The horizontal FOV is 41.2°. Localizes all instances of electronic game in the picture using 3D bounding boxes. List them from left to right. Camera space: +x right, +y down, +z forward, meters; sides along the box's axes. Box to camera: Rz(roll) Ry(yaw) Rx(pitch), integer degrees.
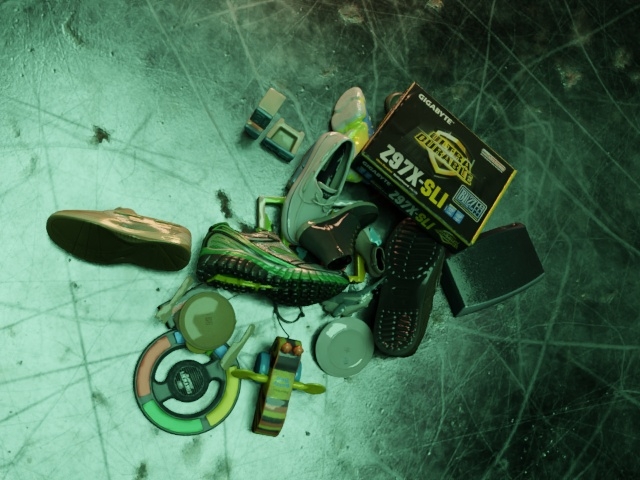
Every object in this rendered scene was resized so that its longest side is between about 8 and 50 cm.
[{"bbox_3d":[-0.281,0.298,1.805,0.229,0.048,0.229,2,81,-16],"label":"electronic game"}]

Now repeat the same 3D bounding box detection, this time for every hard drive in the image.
[{"bbox_3d":[0.410,0.065,2.037,0.254,0.054,0.172,-21,87,-18],"label":"hard drive"}]

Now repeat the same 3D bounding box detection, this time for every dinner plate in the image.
[{"bbox_3d":[0.058,0.241,1.905,0.141,0.017,0.141,-4,102,-18],"label":"dinner plate"}]

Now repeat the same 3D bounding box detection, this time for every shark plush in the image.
[{"bbox_3d":[0.074,0.120,1.895,0.073,0.161,0.067,9,54,-54],"label":"shark plush"}]

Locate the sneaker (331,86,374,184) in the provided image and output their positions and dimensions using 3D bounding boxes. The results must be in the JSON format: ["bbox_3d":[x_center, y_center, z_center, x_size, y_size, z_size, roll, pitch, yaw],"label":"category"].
[{"bbox_3d":[0.093,-0.235,1.993,0.126,0.091,0.240,27,60,-42],"label":"sneaker"}]

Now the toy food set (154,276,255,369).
[{"bbox_3d":[-0.243,0.173,1.797,0.192,0.038,0.132,40,74,-14],"label":"toy food set"}]

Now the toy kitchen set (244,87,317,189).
[{"bbox_3d":[-0.071,-0.212,1.885,0.207,0.166,0.122,33,74,-8],"label":"toy kitchen set"}]

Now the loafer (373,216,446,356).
[{"bbox_3d":[0.203,0.106,1.952,0.133,0.130,0.366,12,65,20],"label":"loafer"}]

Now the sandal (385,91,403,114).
[{"bbox_3d":[0.239,-0.267,2.039,0.090,0.060,0.219,-34,91,-18],"label":"sandal"}]

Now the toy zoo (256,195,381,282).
[{"bbox_3d":[0.000,0.000,1.942,0.293,0.030,0.192,3,81,-15],"label":"toy zoo"}]

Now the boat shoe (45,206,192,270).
[{"bbox_3d":[-0.421,-0.016,1.797,0.302,0.109,0.098,11,39,-14],"label":"boat shoe"}]

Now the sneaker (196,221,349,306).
[{"bbox_3d":[-0.090,0.043,1.826,0.343,0.134,0.146,17,57,-22],"label":"sneaker"}]

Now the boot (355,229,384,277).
[{"bbox_3d":[0.115,0.025,1.909,0.042,0.087,0.118,-15,87,-20],"label":"boot"}]

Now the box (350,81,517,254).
[{"bbox_3d":[0.260,-0.164,1.931,0.322,0.079,0.257,40,61,-6],"label":"box"}]

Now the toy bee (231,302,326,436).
[{"bbox_3d":[-0.092,0.267,1.806,0.195,0.162,0.298,-8,83,-15],"label":"toy bee"}]

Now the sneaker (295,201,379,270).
[{"bbox_3d":[0.062,-0.004,1.867,0.222,0.083,0.118,-22,57,-32],"label":"sneaker"}]

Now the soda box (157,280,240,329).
[{"bbox_3d":[-0.262,0.129,1.835,0.169,0.053,0.060,-27,89,-18],"label":"soda box"}]

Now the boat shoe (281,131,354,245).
[{"bbox_3d":[0.001,-0.110,1.870,0.096,0.088,0.268,29,87,-30],"label":"boat shoe"}]
